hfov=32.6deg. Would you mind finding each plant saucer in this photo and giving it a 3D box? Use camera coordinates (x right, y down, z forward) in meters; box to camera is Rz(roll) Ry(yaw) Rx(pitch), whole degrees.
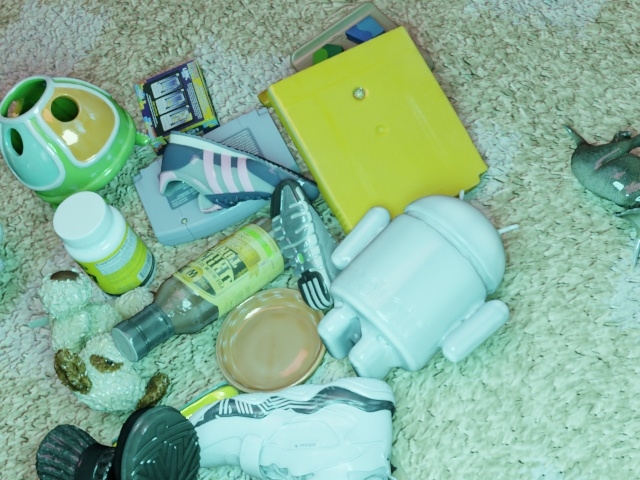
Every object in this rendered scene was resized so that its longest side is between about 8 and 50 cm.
[{"bbox_3d":[-0.080,0.176,1.863,0.199,0.037,0.200,-8,58,13],"label":"plant saucer"}]

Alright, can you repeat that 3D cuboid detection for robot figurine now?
[{"bbox_3d":[0.156,0.068,1.752,0.300,0.200,0.353,40,77,23],"label":"robot figurine"}]

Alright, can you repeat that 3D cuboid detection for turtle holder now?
[{"bbox_3d":[-0.512,-0.215,2.122,0.243,0.227,0.320,-47,41,-4],"label":"turtle holder"}]

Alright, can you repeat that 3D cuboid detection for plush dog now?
[{"bbox_3d":[-0.376,0.199,1.861,0.211,0.262,0.225,-53,40,23],"label":"plush dog"}]

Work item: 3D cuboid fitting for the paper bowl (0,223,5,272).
[{"bbox_3d":[-0.712,-0.027,2.048,0.284,0.284,0.148,28,69,30],"label":"paper bowl"}]

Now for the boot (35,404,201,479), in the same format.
[{"bbox_3d":[-0.320,0.336,1.672,0.260,0.348,0.131,30,45,28],"label":"boot"}]

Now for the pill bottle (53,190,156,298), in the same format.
[{"bbox_3d":[-0.387,0.008,1.964,0.119,0.208,0.119,-9,57,13],"label":"pill bottle"}]

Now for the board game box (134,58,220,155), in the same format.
[{"bbox_3d":[-0.289,-0.268,2.201,0.141,0.048,0.170,-21,55,2],"label":"board game box"}]

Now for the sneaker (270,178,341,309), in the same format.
[{"bbox_3d":[0.000,0.000,1.882,0.086,0.132,0.229,-20,86,43],"label":"sneaker"}]

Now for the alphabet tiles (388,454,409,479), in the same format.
[{"bbox_3d":[0.011,0.486,1.658,0.342,0.011,0.285,-33,54,-3],"label":"alphabet tiles"}]

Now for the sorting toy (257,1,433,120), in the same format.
[{"bbox_3d":[0.036,-0.327,2.133,0.307,0.041,0.229,-35,55,-5],"label":"sorting toy"}]

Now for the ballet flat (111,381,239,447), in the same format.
[{"bbox_3d":[-0.234,0.316,1.810,0.231,0.077,0.077,-27,71,-1],"label":"ballet flat"}]

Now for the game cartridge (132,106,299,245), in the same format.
[{"bbox_3d":[-0.196,-0.115,2.074,0.297,0.062,0.198,-28,59,0],"label":"game cartridge"}]

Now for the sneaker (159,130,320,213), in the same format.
[{"bbox_3d":[-0.150,-0.097,1.971,0.319,0.112,0.131,19,90,25],"label":"sneaker"}]

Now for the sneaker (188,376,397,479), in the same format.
[{"bbox_3d":[-0.053,0.344,1.675,0.365,0.137,0.210,-13,53,7],"label":"sneaker"}]

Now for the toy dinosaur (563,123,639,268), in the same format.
[{"bbox_3d":[0.493,-0.116,1.805,0.160,0.121,0.313,-30,58,-18],"label":"toy dinosaur"}]

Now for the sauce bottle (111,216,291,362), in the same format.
[{"bbox_3d":[-0.195,0.085,1.851,0.111,0.111,0.344,32,54,31],"label":"sauce bottle"}]

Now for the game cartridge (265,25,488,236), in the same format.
[{"bbox_3d":[0.102,-0.184,1.916,0.285,0.053,0.324,-26,81,-16],"label":"game cartridge"}]
